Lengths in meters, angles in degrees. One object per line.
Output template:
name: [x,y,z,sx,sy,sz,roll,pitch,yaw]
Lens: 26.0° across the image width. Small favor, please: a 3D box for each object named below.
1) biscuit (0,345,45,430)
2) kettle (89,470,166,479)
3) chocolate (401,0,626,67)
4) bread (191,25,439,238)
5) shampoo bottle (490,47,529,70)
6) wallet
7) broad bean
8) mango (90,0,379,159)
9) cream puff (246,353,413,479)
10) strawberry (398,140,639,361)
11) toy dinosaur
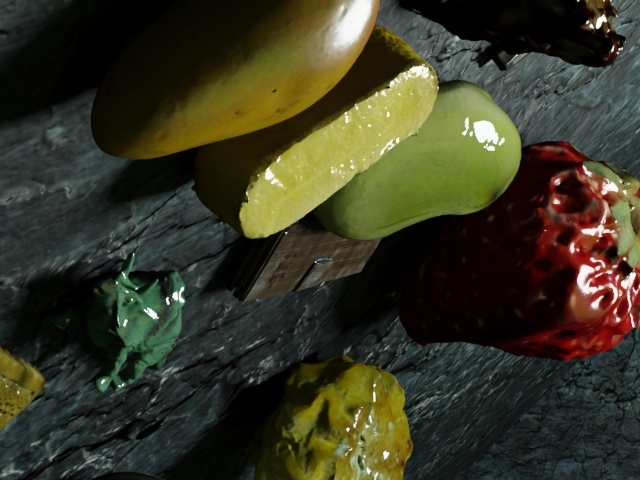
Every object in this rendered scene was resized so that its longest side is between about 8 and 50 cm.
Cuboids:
biscuit: [-0.342,0.148,1.191,0.172,0.029,0.254,-42,159,-3]
kettle: [-0.221,0.399,1.663,0.271,0.207,0.250,68,39,-83]
chocolate: [0.222,-0.241,1.265,0.224,0.177,0.206,-14,145,-56]
bread: [-0.008,-0.101,1.236,0.245,0.094,0.102,-37,150,-19]
shampoo bottle: [0.245,-0.239,1.523,0.137,0.027,0.048,-41,151,-7]
wallet: [0.000,0.000,1.517,0.230,0.042,0.124,-13,141,-55]
broad bean: [0.103,-0.082,1.439,0.263,0.121,0.189,-23,148,-40]
mango: [-0.059,-0.138,1.027,0.253,0.113,0.138,-36,158,-14]
cream puff: [0.001,0.282,1.872,0.282,0.185,0.281,-30,125,-56]
strawberry: [0.257,0.027,1.804,0.345,0.295,0.317,-17,-167,29]
toy dinosaur: [-0.185,0.095,1.315,0.120,0.079,0.292,-33,161,-21]
